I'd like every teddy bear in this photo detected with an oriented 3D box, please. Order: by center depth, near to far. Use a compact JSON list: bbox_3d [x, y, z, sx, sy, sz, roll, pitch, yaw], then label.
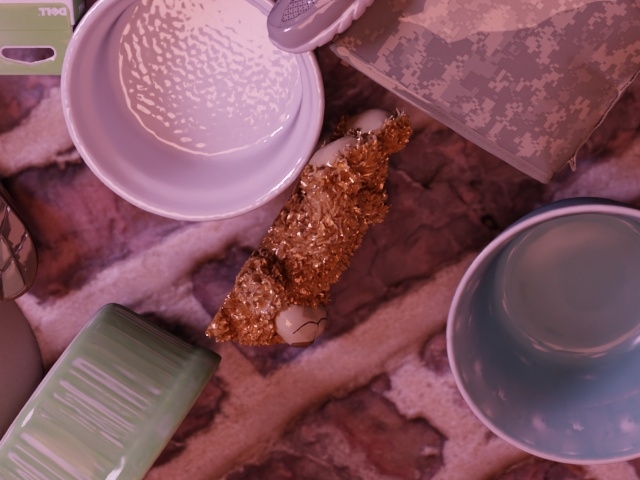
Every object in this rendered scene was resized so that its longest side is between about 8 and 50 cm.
[{"bbox_3d":[0.000,0.000,1.666,0.113,0.245,0.338,33,107,3],"label":"teddy bear"}]

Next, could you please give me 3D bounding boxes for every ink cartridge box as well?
[{"bbox_3d":[-0.315,-0.287,1.659,0.109,0.062,0.209,1,114,5],"label":"ink cartridge box"}]

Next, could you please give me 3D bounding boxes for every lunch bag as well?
[{"bbox_3d":[0.197,-0.224,1.584,0.287,0.169,0.235,34,111,-5],"label":"lunch bag"}]

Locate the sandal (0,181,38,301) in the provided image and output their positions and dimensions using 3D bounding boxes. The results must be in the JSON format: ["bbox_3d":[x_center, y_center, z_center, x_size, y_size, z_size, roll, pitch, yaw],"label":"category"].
[{"bbox_3d":[-0.395,-0.035,1.784,0.090,0.060,0.219,-33,93,11],"label":"sandal"}]

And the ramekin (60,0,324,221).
[{"bbox_3d":[-0.129,-0.171,1.653,0.277,0.135,0.277,2,113,5],"label":"ramekin"}]

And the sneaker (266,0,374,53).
[{"bbox_3d":[0.018,-0.315,1.485,0.115,0.105,0.281,26,99,-35],"label":"sneaker"}]

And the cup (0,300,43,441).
[{"bbox_3d":[-0.514,0.201,1.797,0.331,0.237,0.331,2,114,4],"label":"cup"}]

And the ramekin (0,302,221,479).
[{"bbox_3d":[-0.258,0.217,1.754,0.148,0.303,0.303,35,112,-2],"label":"ramekin"}]

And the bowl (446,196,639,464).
[{"bbox_3d":[0.295,0.074,1.708,0.311,0.163,0.311,2,115,4],"label":"bowl"}]

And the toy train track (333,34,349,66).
[{"bbox_3d":[0.052,-0.203,1.689,0.083,0.014,0.048,27,113,-7],"label":"toy train track"}]
